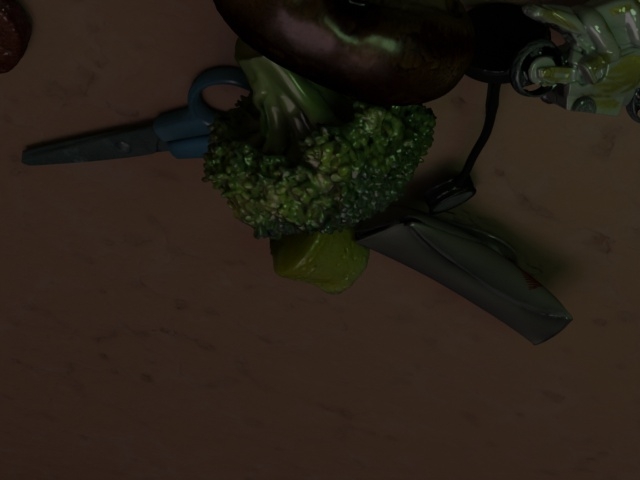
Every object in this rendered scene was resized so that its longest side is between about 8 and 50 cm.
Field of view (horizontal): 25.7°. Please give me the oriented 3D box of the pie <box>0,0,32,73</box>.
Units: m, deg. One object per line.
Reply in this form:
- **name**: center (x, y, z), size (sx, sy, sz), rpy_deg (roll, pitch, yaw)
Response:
- **pie**: center (-0.452, -0.276, 1.761), size (0.182, 0.050, 0.182), rpy_deg (12, 147, 8)

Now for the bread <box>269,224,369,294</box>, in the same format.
- **bread**: center (0.000, 0.000, 1.885), size (0.114, 0.129, 0.111), rpy_deg (30, 131, -32)

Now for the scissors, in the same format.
- **scissors**: center (-0.231, -0.134, 1.877), size (0.447, 0.029, 0.192), rpy_deg (-6, 139, 30)

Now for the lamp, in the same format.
- **lamp**: center (0.180, -0.156, 1.654), size (0.130, 0.108, 0.371), rpy_deg (-24, 162, -10)

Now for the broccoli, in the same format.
- **broccoli**: center (-0.014, -0.109, 1.603), size (0.288, 0.235, 0.260), rpy_deg (-12, 157, 30)

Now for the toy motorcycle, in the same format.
- **toy motorcycle**: center (0.299, -0.200, 1.463), size (0.228, 0.074, 0.151), rpy_deg (10, 108, -29)

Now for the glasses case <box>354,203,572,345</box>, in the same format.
- **glasses case**: center (0.200, 0.030, 1.854), size (0.308, 0.083, 0.128), rpy_deg (30, 160, -18)

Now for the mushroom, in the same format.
- **mushroom**: center (0.019, -0.240, 1.415), size (0.297, 0.163, 0.278), rpy_deg (25, -172, -9)
